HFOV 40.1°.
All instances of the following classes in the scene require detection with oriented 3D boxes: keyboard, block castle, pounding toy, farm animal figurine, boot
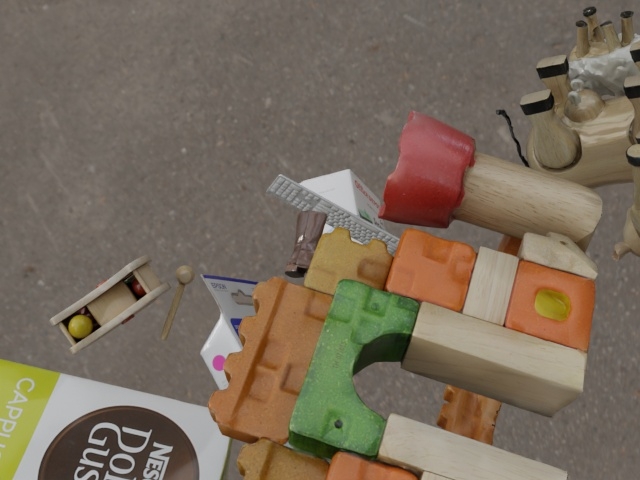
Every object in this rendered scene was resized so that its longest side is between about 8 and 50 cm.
[{"bbox_3d":[0.028,-0.042,1.546,0.256,0.072,0.014,28,67,-11],"label":"keyboard"},{"bbox_3d":[0.036,0.156,0.642,0.213,0.303,0.453,18,59,5],"label":"block castle"},{"bbox_3d":[-0.341,0.130,1.616,0.270,0.154,0.154,-35,91,-13],"label":"pounding toy"},{"bbox_3d":[0.332,-0.087,0.847,0.327,0.172,0.330,11,47,45],"label":"farm animal figurine"},{"bbox_3d":[0.000,0.000,1.331,0.106,0.037,0.114,-1,60,30],"label":"boot"}]

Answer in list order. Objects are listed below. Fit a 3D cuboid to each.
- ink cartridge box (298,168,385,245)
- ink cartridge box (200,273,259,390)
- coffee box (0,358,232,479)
[{"bbox_3d":[0.061,0.024,1.754,0.117,0.201,0.278,-16,68,17],"label":"ink cartridge box"},{"bbox_3d":[-0.049,0.216,1.144,0.069,0.176,0.370,-34,73,15],"label":"ink cartridge box"},{"bbox_3d":[-0.282,0.346,0.818,0.335,0.338,0.337,13,49,0],"label":"coffee box"}]
